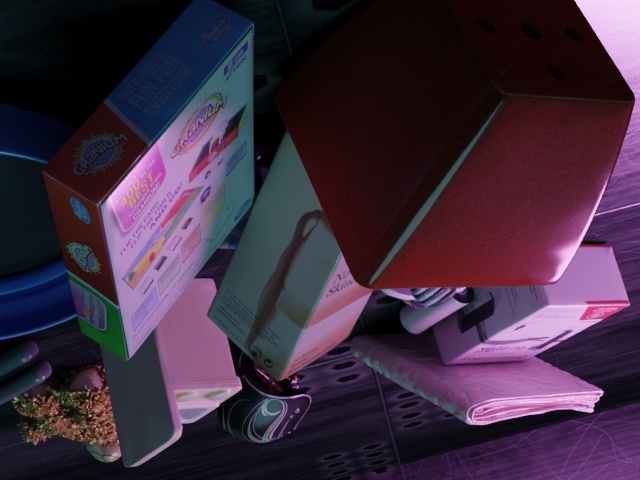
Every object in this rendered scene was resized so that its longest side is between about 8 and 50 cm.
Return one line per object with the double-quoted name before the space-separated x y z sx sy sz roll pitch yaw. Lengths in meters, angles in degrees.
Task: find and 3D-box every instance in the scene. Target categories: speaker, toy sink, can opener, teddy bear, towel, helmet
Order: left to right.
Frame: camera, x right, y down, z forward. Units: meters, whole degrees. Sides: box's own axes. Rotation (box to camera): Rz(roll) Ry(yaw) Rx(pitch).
"can opener" -0.514 0.221 2.113 0.280 0.074 0.093 -28 -170 35
"teddy bear" -0.389 0.298 2.314 0.245 0.113 0.338 -9 159 -9
"toy sink" -0.211 0.189 1.970 0.131 0.234 0.153 2 153 -37
"helmet" -0.103 0.265 2.347 0.169 0.169 0.161 -2 140 -31
"speaker" 0.190 0.106 2.281 0.055 0.055 0.136 1 154 -37
"towel" 0.265 0.233 2.391 0.317 0.053 0.332 1 -166 -36

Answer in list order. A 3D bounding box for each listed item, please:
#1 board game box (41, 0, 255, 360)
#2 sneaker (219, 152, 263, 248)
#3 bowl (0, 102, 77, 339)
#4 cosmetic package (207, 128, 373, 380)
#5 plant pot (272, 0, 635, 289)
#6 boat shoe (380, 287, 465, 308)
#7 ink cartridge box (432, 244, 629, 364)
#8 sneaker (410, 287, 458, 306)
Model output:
"board game box" -0.155 -0.052 1.356 0.242 0.064 0.316 -53 164 -27
"sneaker" -0.108 -0.044 1.645 0.092 0.087 0.228 -11 157 -2
"bowl" -0.391 -0.014 1.453 0.391 0.077 0.391 -7 149 -4
"cosmetic package" 0.000 0.000 1.577 0.153 0.129 0.296 -29 152 -44
"plant pot" 0.151 -0.128 1.384 0.267 0.267 0.235 0 143 -33
"boat shoe" 0.142 0.075 2.151 0.183 0.065 0.083 1 153 -39
"ink cartridge box" 0.342 0.109 2.304 0.197 0.114 0.273 1 156 -36
"sneaker" 0.217 0.001 2.033 0.224 0.098 0.083 -34 120 3
